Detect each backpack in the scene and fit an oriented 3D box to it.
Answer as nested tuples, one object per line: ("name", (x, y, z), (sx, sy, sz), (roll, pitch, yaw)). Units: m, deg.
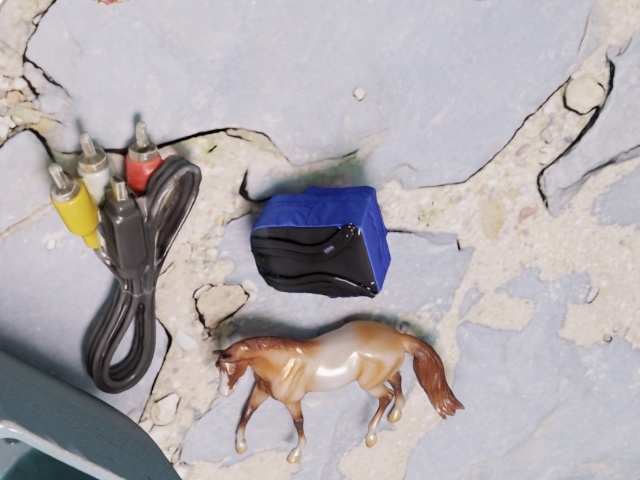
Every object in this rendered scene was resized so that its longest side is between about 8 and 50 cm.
("backpack", (0.000, 0.000, 1.845), (0.120, 0.101, 0.098), (-3, 123, 19))

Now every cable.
("cable", (-0.179, 0.013, 1.826), (0.139, 0.072, 0.287), (-26, 141, -26))

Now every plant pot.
("plant pot", (-0.293, 0.228, 1.774), (0.248, 0.252, 0.247), (32, 104, -33))

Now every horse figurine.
("horse figurine", (0.014, 0.142, 1.960), (0.263, 0.066, 0.174), (-9, 129, -14))

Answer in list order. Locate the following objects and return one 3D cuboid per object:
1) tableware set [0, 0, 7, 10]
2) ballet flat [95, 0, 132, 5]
("tableware set", (-0.353, -0.202, 1.625), (0.141, 0.020, 0.168), (-40, 126, 5))
("ballet flat", (-0.230, -0.262, 1.594), (0.241, 0.077, 0.091), (21, 96, -34))
